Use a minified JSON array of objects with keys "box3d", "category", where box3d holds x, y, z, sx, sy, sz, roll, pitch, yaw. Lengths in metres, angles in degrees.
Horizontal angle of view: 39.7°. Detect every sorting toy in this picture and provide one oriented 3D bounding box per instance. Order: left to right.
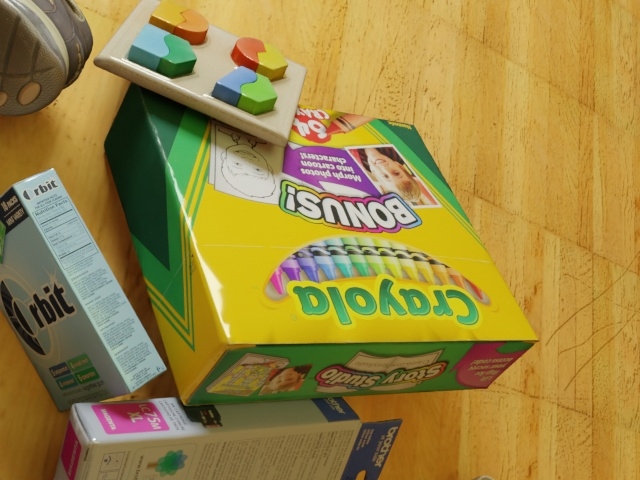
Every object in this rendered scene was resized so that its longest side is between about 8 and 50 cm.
[{"box3d":[-0.108,-0.181,0.891,0.193,0.038,0.208,23,29,-9],"category":"sorting toy"}]

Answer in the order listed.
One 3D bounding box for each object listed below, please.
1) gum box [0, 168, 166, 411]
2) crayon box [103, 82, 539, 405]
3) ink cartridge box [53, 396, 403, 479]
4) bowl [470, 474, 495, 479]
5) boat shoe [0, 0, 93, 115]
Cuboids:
[{"box3d":[-0.223,0.050,0.747,0.041,0.157,0.184,-31,96,-39],"category":"gum box"},{"box3d":[0.000,0.000,0.886,0.362,0.106,0.313,4,46,-36],"category":"crayon box"},{"box3d":[-0.086,0.226,0.794,0.311,0.065,0.186,5,115,-34],"category":"ink cartridge box"},{"box3d":[0.181,0.361,1.020,0.142,0.053,0.142,53,52,-11],"category":"bowl"},{"box3d":[-0.350,-0.263,0.792,0.355,0.132,0.130,49,27,-9],"category":"boat shoe"}]
